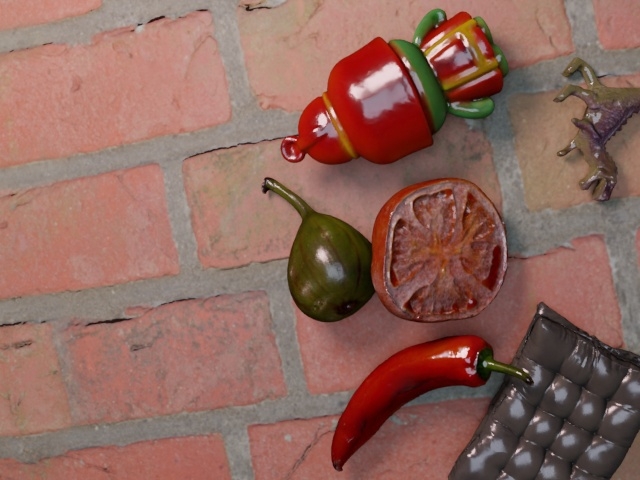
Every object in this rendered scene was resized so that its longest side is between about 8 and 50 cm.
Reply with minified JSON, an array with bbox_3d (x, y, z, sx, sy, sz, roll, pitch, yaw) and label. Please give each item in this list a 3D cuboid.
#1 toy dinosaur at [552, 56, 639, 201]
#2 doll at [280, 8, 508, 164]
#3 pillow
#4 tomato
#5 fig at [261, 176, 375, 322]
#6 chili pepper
[{"bbox_3d":[0.453,-0.198,1.254,0.199,0.072,0.251,41,88,-6],"label":"toy dinosaur"},{"bbox_3d":[0.101,-0.211,1.255,0.363,0.160,0.183,-27,91,11],"label":"doll"},{"bbox_3d":[0.363,0.287,1.289,0.228,0.101,0.326,28,101,5],"label":"pillow"},{"bbox_3d":[0.169,0.019,1.269,0.236,0.095,0.237,-1,91,-25],"label":"tomato"},{"bbox_3d":[0.000,0.000,1.333,0.151,0.151,0.259,-29,63,11],"label":"fig"},{"bbox_3d":[0.155,0.237,1.313,0.368,0.092,0.137,-33,66,28],"label":"chili pepper"}]
